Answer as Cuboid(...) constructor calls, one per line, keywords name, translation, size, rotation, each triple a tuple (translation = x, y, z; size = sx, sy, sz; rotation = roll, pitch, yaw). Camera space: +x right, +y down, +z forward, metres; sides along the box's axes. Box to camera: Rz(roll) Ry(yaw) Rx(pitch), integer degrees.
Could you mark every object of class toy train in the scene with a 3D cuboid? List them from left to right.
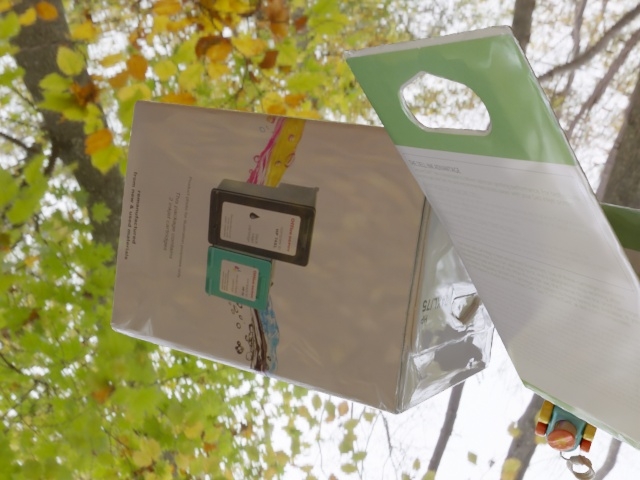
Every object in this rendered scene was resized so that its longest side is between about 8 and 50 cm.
Cuboid(name="toy train", translation=(0.290, 0.191, 0.794), size=(0.125, 0.166, 0.046), rotation=(51, -143, -2))

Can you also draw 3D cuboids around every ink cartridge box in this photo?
Cuboid(name="ink cartridge box", translation=(0.000, 0.000, 0.675), size=(0.270, 0.198, 0.197), rotation=(11, -83, 29))
Cuboid(name="ink cartridge box", translation=(0.115, -0.004, 0.388), size=(0.056, 0.235, 0.171), rotation=(-33, -162, -11))
